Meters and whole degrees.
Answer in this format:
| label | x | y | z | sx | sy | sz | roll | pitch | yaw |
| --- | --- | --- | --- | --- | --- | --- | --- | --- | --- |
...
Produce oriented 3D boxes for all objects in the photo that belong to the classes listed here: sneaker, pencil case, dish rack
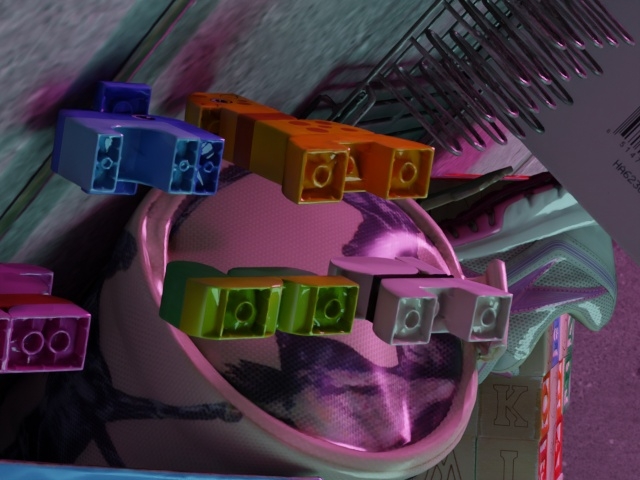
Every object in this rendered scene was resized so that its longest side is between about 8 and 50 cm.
| label | x | y | z | sx | sy | sz | roll | pitch | yaw |
| --- | --- | --- | --- | --- | --- | --- | --- | --- | --- |
| sneaker | 0.074 | 0.042 | 1.045 | 0.252 | 0.111 | 0.103 | -18 | -174 | 0 |
| pencil case | -0.080 | 0.129 | 0.817 | 0.184 | 0.160 | 0.410 | 6 | 140 | -32 |
| dish rack | 0.105 | -0.104 | 0.824 | 0.271 | 0.074 | 0.208 | -45 | 169 | 21 |

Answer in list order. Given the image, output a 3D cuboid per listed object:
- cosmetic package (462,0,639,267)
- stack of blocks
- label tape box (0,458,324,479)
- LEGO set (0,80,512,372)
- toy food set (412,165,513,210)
| label | x | y | z | sx | sy | sz | roll | pitch | yaw |
| --- | --- | --- | --- | --- | --- | --- | --- | --- | --- |
| cosmetic package | 0.238 | -0.076 | 1.014 | 0.138 | 0.224 | 0.225 | -47 | 169 | 25 |
| stack of blocks | 0.123 | 0.103 | 1.193 | 0.171 | 0.087 | 0.297 | -10 | 101 | -75 |
| label tape box | -0.149 | 0.234 | 0.661 | 0.241 | 0.106 | 0.333 | 6 | 129 | -25 |
| LEGO set | -0.041 | -0.013 | 0.611 | 0.227 | 0.093 | 0.087 | 0 | 106 | -36 |
| toy food set | 0.000 | 0.000 | 0.936 | 0.192 | 0.038 | 0.132 | -32 | -173 | -30 |
